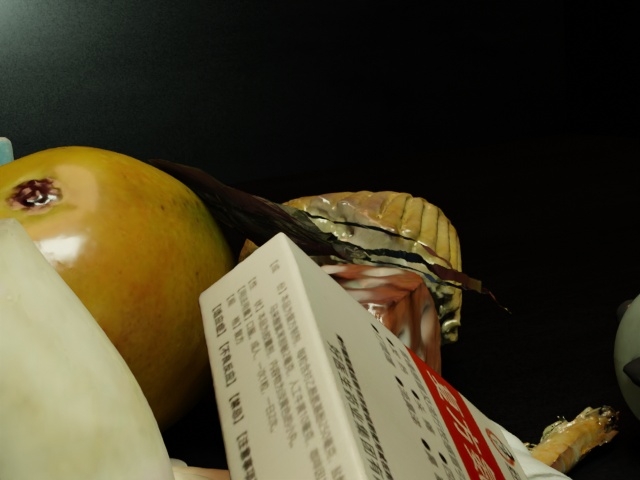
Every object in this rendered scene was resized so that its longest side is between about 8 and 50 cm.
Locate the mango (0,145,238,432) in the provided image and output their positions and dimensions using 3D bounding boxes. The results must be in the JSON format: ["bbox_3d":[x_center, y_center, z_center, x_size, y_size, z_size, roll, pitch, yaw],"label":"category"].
[{"bbox_3d":[-0.208,0.078,0.874,0.232,0.300,0.446,26,-11,18],"label":"mango"}]

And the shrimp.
[{"bbox_3d":[0.198,0.190,0.866,0.178,0.034,0.124,-21,13,-39],"label":"shrimp"}]

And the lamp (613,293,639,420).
[{"bbox_3d":[0.371,0.105,0.855,0.197,0.198,0.244,-3,3,10],"label":"lamp"}]

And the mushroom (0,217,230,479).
[{"bbox_3d":[-0.131,0.202,0.416,0.356,0.315,0.315,35,-10,-30],"label":"mushroom"}]

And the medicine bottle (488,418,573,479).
[{"bbox_3d":[0.072,0.184,0.675,0.143,0.144,0.258,-11,12,-25],"label":"medicine bottle"}]

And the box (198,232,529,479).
[{"bbox_3d":[0.061,0.163,0.376,0.069,0.214,0.353,-39,34,13],"label":"box"}]

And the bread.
[{"bbox_3d":[0.038,0.042,1.082,0.274,0.274,0.149,-1,40,19],"label":"bread"}]

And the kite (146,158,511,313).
[{"bbox_3d":[0.002,-0.003,0.841,0.360,0.022,0.204,18,-14,38],"label":"kite"}]

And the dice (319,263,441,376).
[{"bbox_3d":[0.015,0.121,0.914,0.173,0.179,0.175,1,16,25],"label":"dice"}]

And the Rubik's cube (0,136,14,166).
[{"bbox_3d":[-0.599,0.029,1.262,0.315,0.322,0.318,-12,13,-35],"label":"Rubik's cube"}]

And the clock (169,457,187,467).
[{"bbox_3d":[-0.168,0.237,0.730,0.155,0.063,0.229,2,13,18],"label":"clock"}]
